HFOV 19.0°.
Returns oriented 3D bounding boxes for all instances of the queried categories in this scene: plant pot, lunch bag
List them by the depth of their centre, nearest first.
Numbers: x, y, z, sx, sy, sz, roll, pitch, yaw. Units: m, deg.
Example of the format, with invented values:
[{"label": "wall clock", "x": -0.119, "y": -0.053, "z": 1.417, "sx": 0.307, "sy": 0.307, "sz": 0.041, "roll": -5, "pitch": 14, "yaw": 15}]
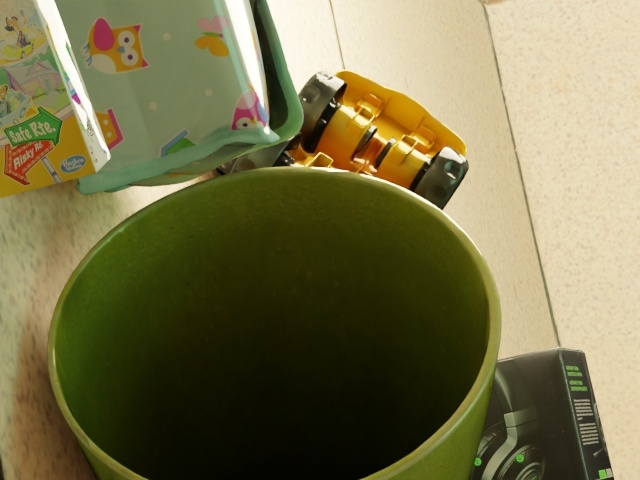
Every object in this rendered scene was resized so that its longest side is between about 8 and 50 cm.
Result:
[{"label": "plant pot", "x": -0.015, "y": 0.150, "z": 1.255, "sx": 0.293, "sy": 0.275, "sz": 0.274, "roll": 83, "pitch": 7, "yaw": -45}, {"label": "lunch bag", "x": -0.114, "y": -0.150, "z": 1.303, "sx": 0.262, "sy": 0.160, "sz": 0.223, "roll": -34, "pitch": 107, "yaw": -85}]

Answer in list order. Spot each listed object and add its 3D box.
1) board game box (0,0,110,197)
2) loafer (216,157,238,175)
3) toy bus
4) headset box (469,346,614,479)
[{"label": "board game box", "x": -0.193, "y": -0.066, "z": 0.948, "sx": 0.026, "sy": 0.154, "sz": 0.103, "roll": -61, "pitch": 135, "yaw": -67}, {"label": "loafer", "x": -0.036, "y": -0.056, "z": 1.633, "sx": 0.223, "sy": 0.076, "sz": 0.078, "roll": 16, "pitch": 53, "yaw": -76}, {"label": "toy bus", "x": 0.000, "y": 0.000, "z": 1.522, "sx": 0.220, "sy": 0.149, "sz": 0.211, "roll": -51, "pitch": 170, "yaw": -51}, {"label": "headset box", "x": 0.126, "y": 0.234, "z": 1.639, "sx": 0.131, "sy": 0.246, "sz": 0.283, "roll": 14, "pitch": 62, "yaw": -72}]
